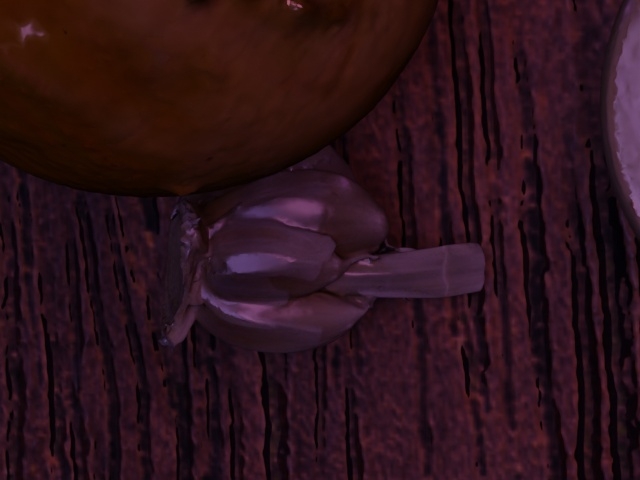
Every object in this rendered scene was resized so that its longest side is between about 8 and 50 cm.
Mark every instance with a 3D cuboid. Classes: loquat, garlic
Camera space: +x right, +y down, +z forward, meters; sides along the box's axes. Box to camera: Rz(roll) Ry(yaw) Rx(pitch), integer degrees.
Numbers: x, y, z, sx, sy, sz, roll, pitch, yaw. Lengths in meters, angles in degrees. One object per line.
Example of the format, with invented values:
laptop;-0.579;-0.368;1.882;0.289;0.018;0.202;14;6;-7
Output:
loquat;-0.091;-0.178;0.985;0.328;0.328;0.329;3;99;20
garlic;0.000;0.000;1.100;0.194;0.127;0.131;-3;118;-5

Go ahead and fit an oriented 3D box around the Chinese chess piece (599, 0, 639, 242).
Chinese chess piece;0.280;-0.070;0.982;0.273;0.102;0.273;3;99;21
